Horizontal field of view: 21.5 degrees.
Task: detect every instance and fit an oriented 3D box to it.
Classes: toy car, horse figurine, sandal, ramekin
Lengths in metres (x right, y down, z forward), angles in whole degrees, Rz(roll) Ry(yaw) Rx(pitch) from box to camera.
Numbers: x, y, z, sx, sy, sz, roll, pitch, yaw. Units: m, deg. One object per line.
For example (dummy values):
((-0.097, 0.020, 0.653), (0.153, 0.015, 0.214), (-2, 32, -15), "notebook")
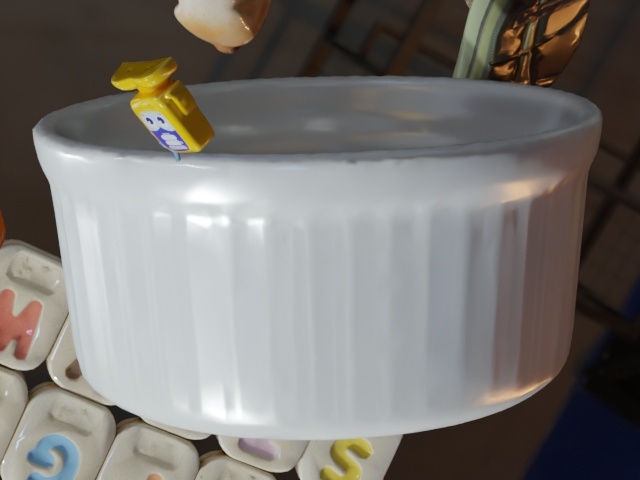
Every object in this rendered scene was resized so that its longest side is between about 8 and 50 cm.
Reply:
((-0.086, -0.009, 0.484), (0.122, 0.060, 0.040), (-13, 126, 36), "toy car")
((-0.074, -0.216, 1.213), (0.066, 0.174, 0.263), (11, 153, 15), "horse figurine")
((0.133, -0.191, 1.074), (0.120, 0.303, 0.086), (-20, -119, -32), "sandal")
((0.000, 0.000, 0.842), (0.277, 0.135, 0.277), (-1, -168, 0), "ramekin")

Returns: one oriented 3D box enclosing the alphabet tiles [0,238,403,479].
((-0.094, 0.114, 1.022), (0.284, 0.278, 0.021), (25, -177, -17), "alphabet tiles")
